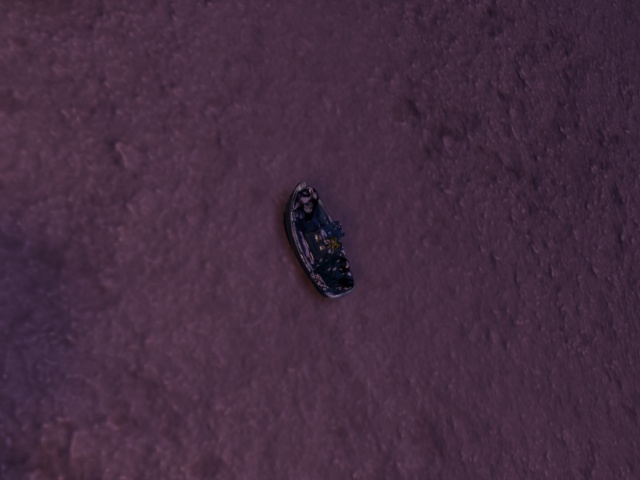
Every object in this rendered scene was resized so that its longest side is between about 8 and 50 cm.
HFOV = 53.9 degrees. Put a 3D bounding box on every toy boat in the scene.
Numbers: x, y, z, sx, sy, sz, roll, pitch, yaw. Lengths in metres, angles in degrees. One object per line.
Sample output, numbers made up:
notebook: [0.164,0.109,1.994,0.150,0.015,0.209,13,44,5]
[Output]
toy boat: [0.000,0.000,0.712,0.060,0.060,0.137,-21,87,-37]
